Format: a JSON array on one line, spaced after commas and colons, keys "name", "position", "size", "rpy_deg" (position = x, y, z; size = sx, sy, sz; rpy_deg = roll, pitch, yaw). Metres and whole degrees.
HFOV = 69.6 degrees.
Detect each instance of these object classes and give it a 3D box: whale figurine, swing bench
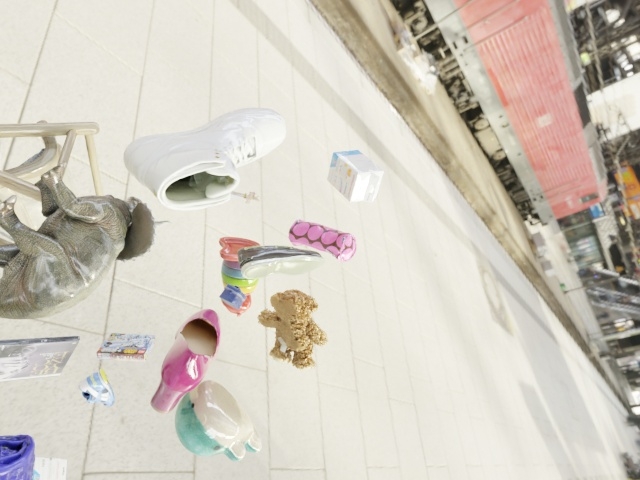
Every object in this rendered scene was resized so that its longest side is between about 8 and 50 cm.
[{"name": "whale figurine", "position": [-0.254, 0.467, 1.148], "size": [0.216, 0.141, 0.272], "rpy_deg": [49, -6, 43]}, {"name": "swing bench", "position": [-0.480, -0.066, 0.708], "size": [0.254, 0.253, 0.165], "rpy_deg": [8, 59, -16]}]

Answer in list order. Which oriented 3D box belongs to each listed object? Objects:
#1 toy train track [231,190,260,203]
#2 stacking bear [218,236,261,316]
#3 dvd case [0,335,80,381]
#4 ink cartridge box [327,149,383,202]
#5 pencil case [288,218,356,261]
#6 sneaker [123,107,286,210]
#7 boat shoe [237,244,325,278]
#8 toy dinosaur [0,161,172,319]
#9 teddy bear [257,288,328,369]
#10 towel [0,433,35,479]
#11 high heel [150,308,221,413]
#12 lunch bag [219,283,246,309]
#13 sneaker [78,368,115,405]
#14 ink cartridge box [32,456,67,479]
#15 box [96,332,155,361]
[{"name": "toy train track", "position": [-0.173, -0.104, 1.019], "size": [0.083, 0.014, 0.048], "rpy_deg": [13, 37, -5]}, {"name": "stacking bear", "position": [-0.317, 0.152, 1.785], "size": [0.175, 0.164, 0.289], "rpy_deg": [-119, -145, -63]}, {"name": "dvd case", "position": [-0.633, 0.259, 0.991], "size": [0.164, 0.221, 0.018], "rpy_deg": [5, 56, -39]}, {"name": "ink cartridge box", "position": [0.098, -0.174, 1.265], "size": [0.090, 0.092, 0.143], "rpy_deg": [-11, 41, -30]}, {"name": "pencil case", "position": [0.000, 0.000, 1.378], "size": [0.098, 0.209, 0.095], "rpy_deg": [-52, 140, -29]}, {"name": "sneaker", "position": [-0.153, -0.131, 0.768], "size": [0.292, 0.169, 0.108], "rpy_deg": [-25, 135, -27]}, {"name": "boat shoe", "position": [-0.094, 0.043, 1.143], "size": [0.227, 0.081, 0.069], "rpy_deg": [-2, 53, -33]}, {"name": "toy dinosaur", "position": [-0.312, 0.013, 0.552], "size": [0.160, 0.121, 0.313], "rpy_deg": [54, 46, -22]}, {"name": "teddy bear", "position": [-0.090, 0.301, 1.565], "size": [0.113, 0.245, 0.338], "rpy_deg": [-45, 127, -52]}, {"name": "towel", "position": [-0.340, 0.306, 0.312], "size": [0.227, 0.076, 0.308], "rpy_deg": [9, 86, -41]}, {"name": "high heel", "position": [-0.288, 0.239, 1.133], "size": [0.127, 0.181, 0.377], "rpy_deg": [30, 22, -13]}, {"name": "lunch bag", "position": [-0.305, 0.193, 1.614], "size": [0.065, 0.067, 0.098], "rpy_deg": [-59, 161, -19]}, {"name": "sneaker", "position": [-0.513, 0.346, 1.059], "size": [0.059, 0.144, 0.053], "rpy_deg": [-25, 57, -29]}, {"name": "ink cartridge box", "position": [-0.543, 0.457, 0.907], "size": [0.083, 0.028, 0.048], "rpy_deg": [59, 16, -58]}, {"name": "box", "position": [-0.565, 0.311, 1.345], "size": [0.094, 0.137, 0.027], "rpy_deg": [-87, -179, -66]}]
